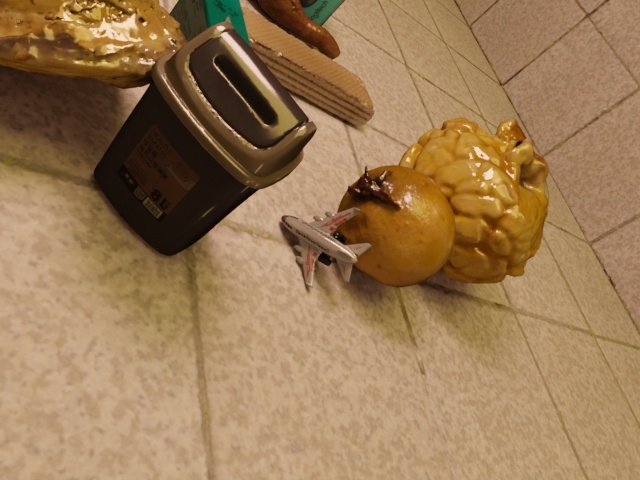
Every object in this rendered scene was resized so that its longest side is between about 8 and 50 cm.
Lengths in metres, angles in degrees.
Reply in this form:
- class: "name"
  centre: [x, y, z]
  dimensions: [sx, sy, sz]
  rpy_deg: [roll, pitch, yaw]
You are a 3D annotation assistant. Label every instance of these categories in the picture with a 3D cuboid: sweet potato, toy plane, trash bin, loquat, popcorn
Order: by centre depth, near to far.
- class: "trash bin"
  centre: [-0.158, -0.128, 0.776]
  dimensions: [0.209, 0.290, 0.182]
  rpy_deg: [49, 33, -5]
- class: "toy plane"
  centre: [0.000, 0.000, 1.017]
  dimensions: [0.171, 0.162, 0.065]
  rpy_deg: [30, -7, 28]
- class: "loquat"
  centre: [0.140, -0.033, 1.089]
  dimensions: [0.243, 0.244, 0.244]
  rpy_deg: [30, 39, -28]
- class: "popcorn"
  centre: [0.339, -0.085, 1.308]
  dimensions: [0.353, 0.344, 0.390]
  rpy_deg: [16, 57, 19]
- class: "sweet potato"
  centre: [-0.089, -0.615, 1.492]
  dimensions: [0.385, 0.109, 0.109]
  rpy_deg: [42, 34, -22]

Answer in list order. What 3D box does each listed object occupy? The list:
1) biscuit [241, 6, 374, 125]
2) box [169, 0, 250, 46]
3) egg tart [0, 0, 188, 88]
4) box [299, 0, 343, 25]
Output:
- class: "biscuit"
  centre: [-0.040, -0.414, 1.376]
  dimensions: [0.426, 0.078, 0.144]
  rpy_deg: [20, 44, -39]
- class: "box"
  centre: [-0.212, -0.353, 1.048]
  dimensions: [0.092, 0.153, 0.245]
  rpy_deg: [17, 48, -40]
- class: "egg tart"
  centre: [-0.347, -0.320, 0.769]
  dimensions: [0.351, 0.150, 0.352]
  rpy_deg: [11, 29, -6]
- class: "box"
  centre: [-0.068, -0.740, 1.539]
  dimensions: [0.311, 0.205, 0.118]
  rpy_deg: [41, 32, -17]
